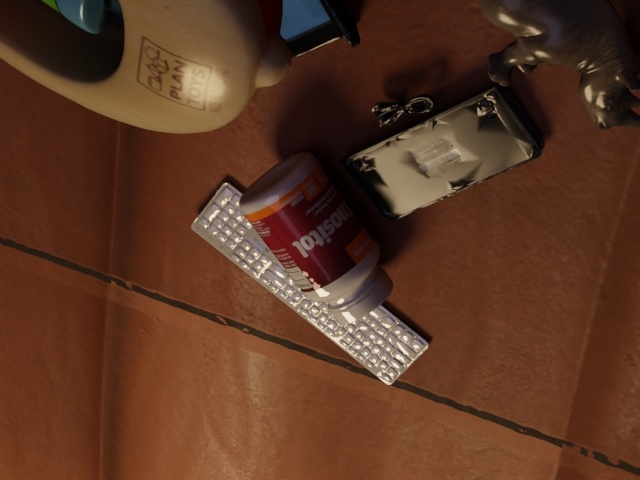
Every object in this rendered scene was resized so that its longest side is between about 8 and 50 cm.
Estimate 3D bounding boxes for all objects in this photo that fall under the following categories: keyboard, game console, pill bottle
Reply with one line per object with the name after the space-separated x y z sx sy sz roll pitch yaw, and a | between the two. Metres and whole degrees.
0.098 -0.088 1.264 0.180 0.023 0.108 -24 116 36 | keyboard
-0.027 -0.209 1.212 0.071 0.107 0.122 -31 108 9 | game console
0.000 0.000 1.332 0.086 0.086 0.152 -25 110 37 | pill bottle
-0.011 0.043 1.415 0.256 0.014 0.072 39 131 -3 | keyboard

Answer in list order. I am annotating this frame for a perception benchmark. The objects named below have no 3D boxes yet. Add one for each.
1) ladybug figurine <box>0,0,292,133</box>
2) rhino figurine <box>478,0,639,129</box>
-0.199 -0.261 1.170 0.449 0.162 0.305 35 147 10 | ladybug figurine
0.180 -0.168 1.134 0.243 0.073 0.106 41 133 -7 | rhino figurine
